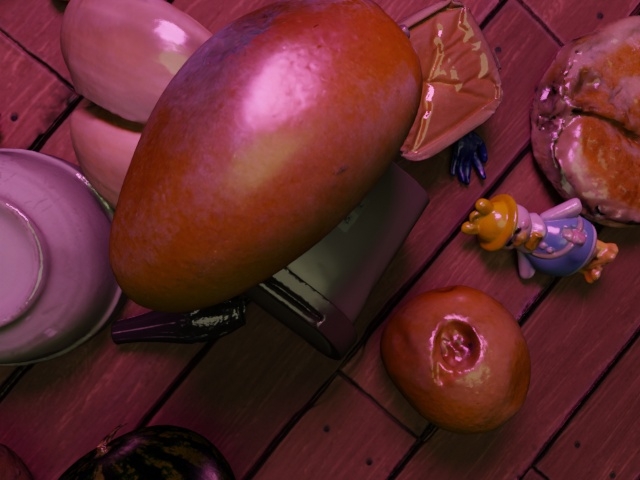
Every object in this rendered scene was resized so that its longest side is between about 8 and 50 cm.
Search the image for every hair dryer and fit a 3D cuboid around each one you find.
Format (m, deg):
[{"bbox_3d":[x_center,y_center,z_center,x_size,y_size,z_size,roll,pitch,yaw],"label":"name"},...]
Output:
[{"bbox_3d":[-0.217,0.063,0.622,0.195,0.075,0.219,-9,130,0],"label":"hair dryer"}]

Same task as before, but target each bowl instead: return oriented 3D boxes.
[{"bbox_3d":[-0.420,0.025,0.594,0.307,0.163,0.307,0,91,-9],"label":"bowl"}]

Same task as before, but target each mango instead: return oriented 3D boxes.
[{"bbox_3d":[-0.064,-0.081,0.442,0.384,0.199,0.221,-44,55,4],"label":"mango"}]

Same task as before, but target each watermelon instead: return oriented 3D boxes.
[{"bbox_3d":[-0.239,0.385,0.595,0.268,0.269,0.269,0,94,-8],"label":"watermelon"}]

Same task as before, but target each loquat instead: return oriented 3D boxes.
[{"bbox_3d":[0.199,0.169,0.662,0.213,0.213,0.213,0,94,-8],"label":"loquat"}]

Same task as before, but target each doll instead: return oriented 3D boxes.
[{"bbox_3d":[0.341,-0.007,0.721,0.241,0.135,0.099,16,63,-10],"label":"doll"}]

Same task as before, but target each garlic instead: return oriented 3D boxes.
[{"bbox_3d":[-0.199,-0.169,0.599,0.313,0.249,0.286,18,134,-15],"label":"garlic"}]

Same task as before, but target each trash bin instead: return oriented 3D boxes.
[{"bbox_3d":[0.000,0.000,0.625,0.220,0.219,0.250,39,81,-9],"label":"trash bin"}]

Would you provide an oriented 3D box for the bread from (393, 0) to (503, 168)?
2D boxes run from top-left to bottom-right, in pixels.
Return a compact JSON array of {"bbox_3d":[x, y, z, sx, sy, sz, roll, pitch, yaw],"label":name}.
[{"bbox_3d":[0.142,-0.223,0.674,0.209,0.110,0.192,-36,104,-4],"label":"bread"}]

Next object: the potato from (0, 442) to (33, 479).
[{"bbox_3d":[-0.489,0.371,0.609,0.177,0.160,0.235,17,102,16],"label":"potato"}]

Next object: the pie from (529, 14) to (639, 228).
[{"bbox_3d":[0.497,-0.188,0.741,0.339,0.077,0.339,0,90,-8],"label":"pie"}]

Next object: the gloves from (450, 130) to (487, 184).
[{"bbox_3d":[0.242,-0.134,0.733,0.064,0.026,0.086,3,93,-10],"label":"gloves"}]
